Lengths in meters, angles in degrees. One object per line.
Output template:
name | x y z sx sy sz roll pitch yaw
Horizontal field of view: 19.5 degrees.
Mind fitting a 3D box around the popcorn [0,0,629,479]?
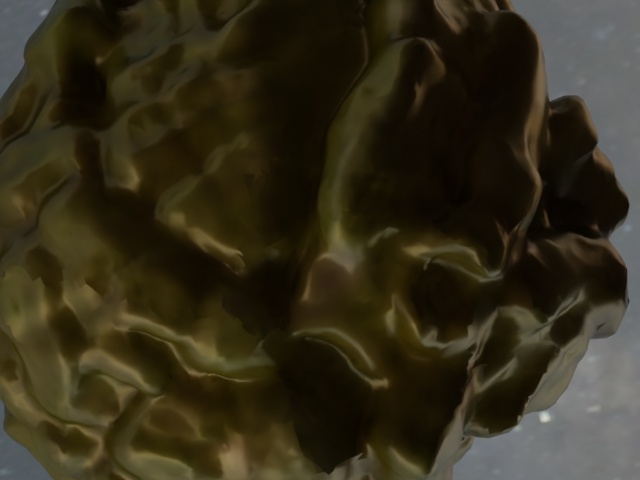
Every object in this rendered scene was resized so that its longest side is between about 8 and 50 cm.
popcorn | 0.000 0.000 0.669 0.259 0.212 0.259 4 -96 -45
